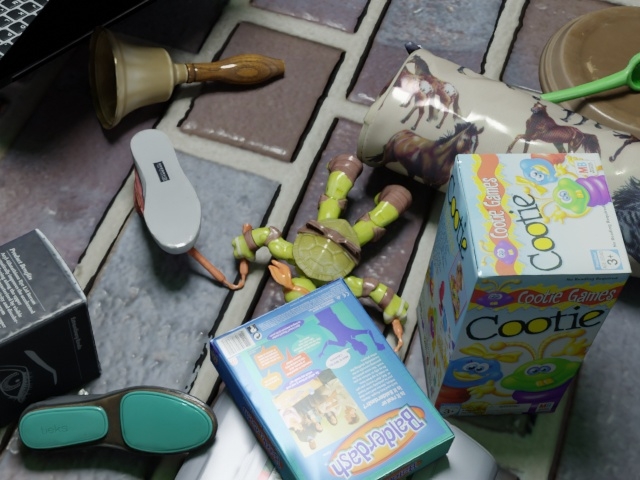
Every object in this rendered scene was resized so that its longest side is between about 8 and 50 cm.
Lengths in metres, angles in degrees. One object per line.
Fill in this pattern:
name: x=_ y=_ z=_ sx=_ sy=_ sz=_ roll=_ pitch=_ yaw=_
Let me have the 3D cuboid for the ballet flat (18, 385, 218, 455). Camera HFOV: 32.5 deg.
ballet flat: x=-0.200 y=0.179 z=1.107 sx=0.203 sy=0.074 sz=0.074 roll=-3 pitch=55 yaw=5

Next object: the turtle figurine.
turtle figurine: x=0.000 y=0.000 z=1.242 sx=0.270 sy=0.087 sz=0.217 roll=24 pitch=56 yaw=12

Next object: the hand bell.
hand bell: x=-0.159 y=-0.214 z=1.388 sx=0.242 sy=0.126 sz=0.126 roll=-9 pitch=55 yaw=-26

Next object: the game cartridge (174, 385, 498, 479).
game cartridge: x=0.020 y=0.233 z=1.103 sx=0.294 sy=0.060 sz=0.196 roll=20 pitch=52 yaw=9

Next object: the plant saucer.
plant saucer: x=0.432 y=-0.219 z=1.463 sx=0.278 sy=0.041 sz=0.277 roll=2 pitch=54 yaw=-3

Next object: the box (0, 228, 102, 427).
box: x=-0.339 y=0.108 z=1.099 sx=0.207 sy=0.153 sz=0.108 roll=-28 pitch=61 yaw=-23

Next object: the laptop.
laptop: x=-0.322 y=-0.364 z=1.336 sx=0.408 sy=0.236 sz=0.382 roll=31 pitch=47 yaw=19

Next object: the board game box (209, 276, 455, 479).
board game box: x=0.008 y=0.156 z=1.094 sx=0.160 sy=0.047 sz=0.210 roll=-24 pitch=61 yaw=-20

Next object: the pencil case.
pencil case: x=0.257 y=-0.090 z=1.281 sx=0.410 sy=0.160 sz=0.183 roll=23 pitch=27 yaw=10

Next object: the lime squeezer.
lime squeezer: x=0.418 y=-0.246 z=1.422 sx=0.110 sy=0.059 sz=0.310 roll=39 pitch=61 yaw=20

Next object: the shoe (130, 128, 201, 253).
shoe: x=-0.177 y=-0.039 z=1.258 sx=0.063 sy=0.081 sz=0.178 roll=-13 pitch=54 yaw=-14

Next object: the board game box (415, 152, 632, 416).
board game box: x=0.192 y=0.052 z=1.106 sx=0.142 sy=0.275 sz=0.144 roll=-1 pitch=55 yaw=-5
